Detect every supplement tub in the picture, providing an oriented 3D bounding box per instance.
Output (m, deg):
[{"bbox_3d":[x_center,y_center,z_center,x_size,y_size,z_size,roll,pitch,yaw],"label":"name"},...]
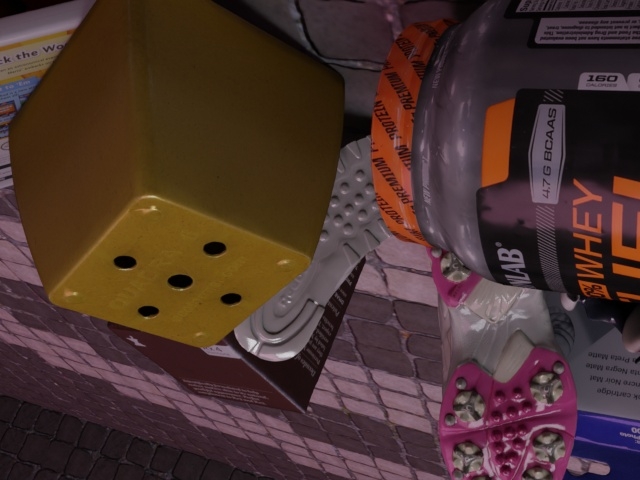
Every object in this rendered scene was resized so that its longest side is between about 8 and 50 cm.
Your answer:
[{"bbox_3d":[0.203,-0.057,0.502,0.316,0.194,0.194,7,149,29],"label":"supplement tub"}]

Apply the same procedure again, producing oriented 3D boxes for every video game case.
[{"bbox_3d":[-0.226,-0.125,0.720,0.227,0.026,0.206,-20,160,-18],"label":"video game case"}]

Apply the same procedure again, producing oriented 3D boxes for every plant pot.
[{"bbox_3d":[-0.110,-0.041,0.652,0.212,0.187,0.212,22,133,-34],"label":"plant pot"}]

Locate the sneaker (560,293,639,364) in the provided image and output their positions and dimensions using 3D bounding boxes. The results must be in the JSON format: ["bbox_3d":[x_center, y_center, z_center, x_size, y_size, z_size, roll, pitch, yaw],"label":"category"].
[{"bbox_3d":[0.297,0.038,0.649,0.234,0.153,0.094,18,154,8],"label":"sneaker"}]

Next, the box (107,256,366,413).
[{"bbox_3d":[-0.084,0.052,0.907,0.168,0.203,0.167,2,147,36],"label":"box"}]

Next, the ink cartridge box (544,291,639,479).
[{"bbox_3d":[0.247,0.119,0.760,0.223,0.224,0.045,3,148,32],"label":"ink cartridge box"}]

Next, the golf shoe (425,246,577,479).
[{"bbox_3d":[0.156,0.088,0.727,0.115,0.306,0.140,-3,-176,11],"label":"golf shoe"}]

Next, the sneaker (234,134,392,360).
[{"bbox_3d":[0.000,0.000,0.747,0.090,0.235,0.095,40,174,-2],"label":"sneaker"}]

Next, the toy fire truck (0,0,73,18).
[{"bbox_3d":[-0.312,-0.182,0.731,0.253,0.169,0.302,3,158,-21],"label":"toy fire truck"}]
